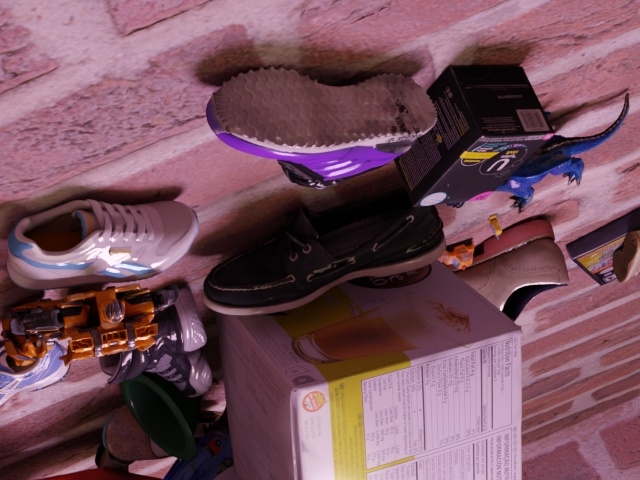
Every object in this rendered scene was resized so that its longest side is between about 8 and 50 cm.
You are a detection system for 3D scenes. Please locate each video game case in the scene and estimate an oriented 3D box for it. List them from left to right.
[{"bbox_3d":[0.603,-0.012,2.247,0.274,0.035,0.248,-28,157,17],"label":"video game case"}]

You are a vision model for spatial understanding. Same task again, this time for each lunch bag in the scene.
[{"bbox_3d":[-0.223,0.456,2.043,0.293,0.138,0.221,-34,157,-45],"label":"lunch bag"}]

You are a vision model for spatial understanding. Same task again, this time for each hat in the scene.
[{"bbox_3d":[-0.205,0.234,2.001,0.183,0.173,0.208,-35,-153,-30],"label":"hat"}]

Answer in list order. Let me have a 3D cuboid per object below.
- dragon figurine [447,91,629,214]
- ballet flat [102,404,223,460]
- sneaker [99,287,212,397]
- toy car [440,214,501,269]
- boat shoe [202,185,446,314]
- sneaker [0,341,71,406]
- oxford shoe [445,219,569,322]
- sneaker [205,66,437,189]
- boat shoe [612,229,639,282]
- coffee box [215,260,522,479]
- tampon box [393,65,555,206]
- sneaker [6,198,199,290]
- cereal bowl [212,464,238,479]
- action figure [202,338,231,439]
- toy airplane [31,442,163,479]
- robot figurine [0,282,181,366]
[{"bbox_3d":[0.290,-0.115,1.658,0.289,0.085,0.144,-26,158,14],"label":"dragon figurine"},{"bbox_3d":[-0.249,0.326,2.136,0.106,0.108,0.316,0,177,26],"label":"ballet flat"},{"bbox_3d":[-0.246,0.167,1.803,0.153,0.101,0.269,-16,151,-12],"label":"sneaker"},{"bbox_3d":[0.239,0.009,1.954,0.060,0.041,0.122,-9,155,-28],"label":"toy car"},{"bbox_3d":[0.002,0.002,1.639,0.340,0.127,0.113,-12,128,-5],"label":"boat shoe"},{"bbox_3d":[-0.452,0.186,1.695,0.211,0.080,0.081,-28,153,-11],"label":"sneaker"},{"bbox_3d":[0.252,0.100,2.054,0.348,0.130,0.123,-34,155,28],"label":"oxford shoe"},{"bbox_3d":[-0.014,-0.109,1.374,0.293,0.102,0.146,-3,152,-38],"label":"sneaker"},{"bbox_3d":[0.556,0.027,2.178,0.048,0.056,0.153,-12,150,-9],"label":"boat shoe"},{"bbox_3d":[0.067,0.236,1.761,0.334,0.337,0.338,-13,116,-19],"label":"coffee box"},{"bbox_3d":[0.181,-0.126,1.511,0.120,0.101,0.161,-6,153,-32],"label":"tampon box"},{"bbox_3d":[-0.246,-0.003,1.426,0.228,0.087,0.092,-14,155,-23],"label":"sneaker"},{"bbox_3d":[-0.016,0.455,1.880,0.338,0.339,0.141,-14,114,-18],"label":"cereal bowl"},{"bbox_3d":[-0.088,0.195,1.956,0.164,0.141,0.276,25,96,-34],"label":"action figure"},{"bbox_3d":[-0.474,0.499,2.107,0.384,0.273,0.386,-18,167,20],"label":"toy airplane"},{"bbox_3d":[-0.292,0.105,1.527,0.211,0.085,0.291,-10,179,-26],"label":"robot figurine"}]
